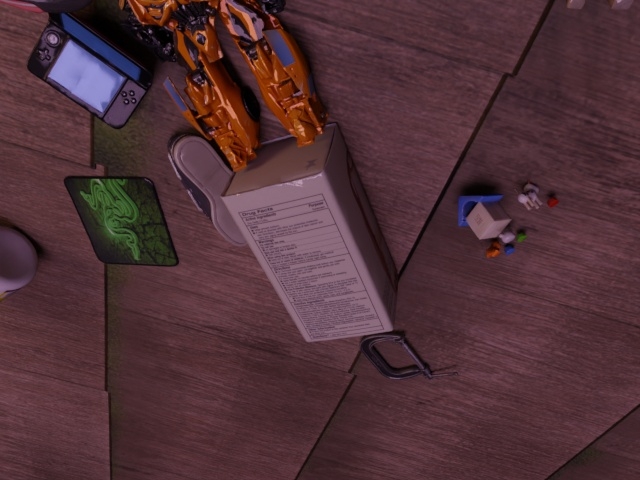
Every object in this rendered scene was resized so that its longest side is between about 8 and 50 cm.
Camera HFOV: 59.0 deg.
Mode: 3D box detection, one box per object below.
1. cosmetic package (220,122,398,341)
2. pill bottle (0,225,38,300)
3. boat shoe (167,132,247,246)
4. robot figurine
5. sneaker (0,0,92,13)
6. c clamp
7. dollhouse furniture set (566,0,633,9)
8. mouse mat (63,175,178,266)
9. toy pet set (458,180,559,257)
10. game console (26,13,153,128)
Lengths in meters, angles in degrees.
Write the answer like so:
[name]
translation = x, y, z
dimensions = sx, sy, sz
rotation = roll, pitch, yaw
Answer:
[cosmetic package]
translation = 0.000, 0.000, 0.823
dimensions = 0.153, 0.129, 0.296
rotation = -10, 128, 20
[pill bottle]
translation = -0.608, 0.065, 1.001
dimensions = 0.215, 0.117, 0.117
rotation = -26, 121, 28
[boat shoe]
translation = -0.159, -0.077, 0.847
dimensions = 0.065, 0.075, 0.206
rotation = 30, 157, 47
[robot figurine]
translation = -0.117, -0.231, 0.674
dimensions = 0.211, 0.085, 0.291
rotation = -17, 125, 23
[sneaker]
translation = -0.371, -0.319, 0.623
dimensions = 0.314, 0.136, 0.115
rotation = 18, 92, 6
[c clamp]
translation = 0.155, 0.216, 1.055
dimensions = 0.137, 0.022, 0.160
rotation = -24, 124, 34
[dollhouse furniture set]
translation = 0.275, -0.349, 0.497
dimensions = 0.262, 0.135, 0.259
rotation = 6, 142, 6
[mouse mat]
translation = -0.328, -0.027, 0.943
dimensions = 0.153, 0.007, 0.189
rotation = 2, 130, 9
[toy pet set]
translation = 0.250, -0.036, 0.806
dimensions = 0.114, 0.065, 0.122
rotation = -6, 143, -31
[game console]
translation = -0.295, -0.216, 0.716
dimensions = 0.144, 0.085, 0.124
rotation = 35, 111, -18
